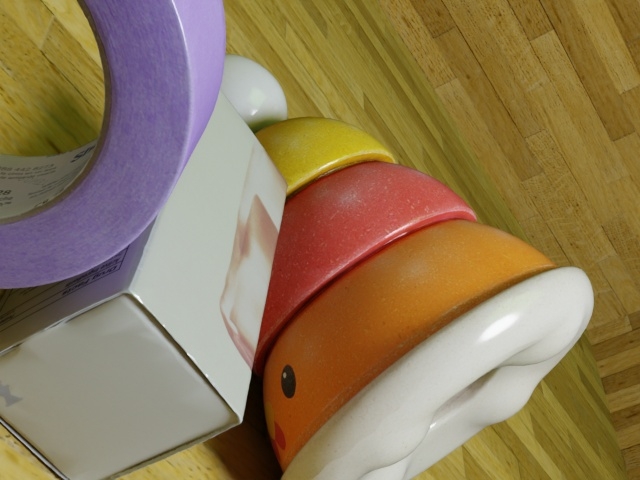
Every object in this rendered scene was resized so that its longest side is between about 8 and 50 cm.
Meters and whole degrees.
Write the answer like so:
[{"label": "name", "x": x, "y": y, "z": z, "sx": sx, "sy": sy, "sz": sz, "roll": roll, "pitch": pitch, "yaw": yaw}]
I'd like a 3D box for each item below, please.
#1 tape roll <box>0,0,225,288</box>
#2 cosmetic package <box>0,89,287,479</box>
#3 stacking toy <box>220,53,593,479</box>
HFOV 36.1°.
[{"label": "tape roll", "x": -0.195, "y": -0.110, "z": 0.546, "sx": 0.274, "sy": 0.275, "sz": 0.090, "roll": 56, "pitch": 23, "yaw": -23}, {"label": "cosmetic package", "x": -0.129, "y": 0.020, "z": 0.744, "sx": 0.129, "sy": 0.153, "sz": 0.296, "roll": 54, "pitch": 25, "yaw": -26}, {"label": "stacking toy", "x": 0.000, "y": 0.000, "z": 0.990, "sx": 0.480, "sy": 0.350, "sz": 0.351, "roll": 53, "pitch": 15, "yaw": 22}]
